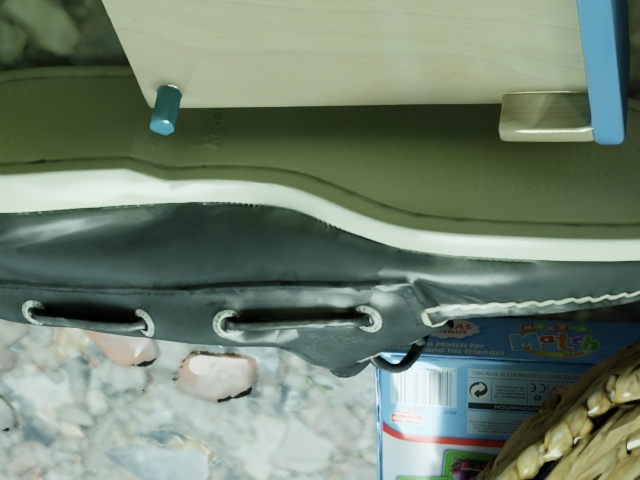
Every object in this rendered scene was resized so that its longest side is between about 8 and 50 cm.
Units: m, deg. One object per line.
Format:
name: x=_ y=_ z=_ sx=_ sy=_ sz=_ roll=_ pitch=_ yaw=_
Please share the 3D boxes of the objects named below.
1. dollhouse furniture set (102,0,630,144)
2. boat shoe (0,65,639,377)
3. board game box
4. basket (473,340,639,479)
dollhouse furniture set: x=-0.037 y=-0.181 z=0.668 sx=0.286 sy=0.198 sz=0.303 roll=-1 pitch=146 yaw=15
boat shoe: x=-0.001 y=0.002 z=0.760 sx=0.340 sy=0.127 sz=0.113 roll=1 pitch=125 yaw=7
board game box: x=0.107 y=0.134 z=0.871 sx=0.160 sy=0.039 sz=0.211 roll=2 pitch=120 yaw=7
basket: x=0.185 y=0.135 z=0.787 sx=0.299 sy=0.223 sz=0.213 roll=-37 pitch=83 yaw=16
